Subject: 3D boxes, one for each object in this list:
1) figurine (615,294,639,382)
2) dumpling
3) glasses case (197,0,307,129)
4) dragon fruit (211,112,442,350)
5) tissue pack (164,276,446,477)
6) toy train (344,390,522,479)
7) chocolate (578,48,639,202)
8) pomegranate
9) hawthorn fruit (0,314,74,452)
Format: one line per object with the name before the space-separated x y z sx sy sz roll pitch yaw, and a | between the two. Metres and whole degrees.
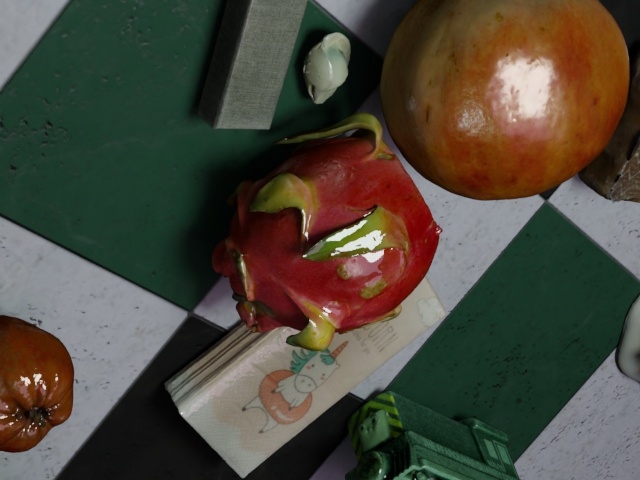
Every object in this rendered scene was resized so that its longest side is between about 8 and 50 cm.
figurine | 0.557 0.181 1.817 0.166 0.141 0.250 -44 135 -1
dumpling | 0.011 -0.181 1.255 0.059 0.043 0.077 -29 119 -37
glasses case | -0.061 -0.208 1.182 0.071 0.047 0.205 -3 123 -37
dragon fruit | 0.005 -0.003 1.272 0.227 0.224 0.224 -24 132 -15
tissue pack | -0.011 0.128 1.441 0.325 0.071 0.170 -38 133 -5
toy train | 0.156 0.315 1.620 0.138 0.178 0.330 -39 134 24
chocolate | 0.422 -0.149 1.519 0.148 0.093 0.214 4 119 -38
pomegranate | 0.188 -0.182 1.250 0.252 0.229 0.270 -13 117 -16
hawthorn fruit | -0.311 0.135 1.203 0.133 0.138 0.133 -31 142 -28
